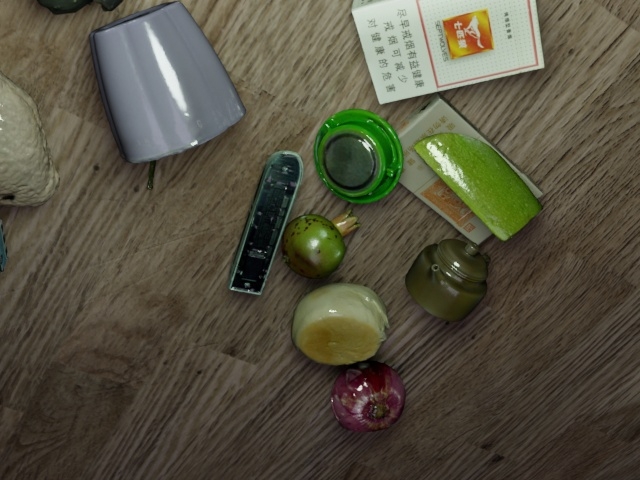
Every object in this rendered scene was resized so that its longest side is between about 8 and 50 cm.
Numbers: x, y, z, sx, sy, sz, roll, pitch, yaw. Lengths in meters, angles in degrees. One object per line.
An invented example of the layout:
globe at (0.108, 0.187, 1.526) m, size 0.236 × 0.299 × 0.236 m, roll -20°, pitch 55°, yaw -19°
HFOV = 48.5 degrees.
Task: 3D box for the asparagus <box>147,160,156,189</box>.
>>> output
asparagus at (-0.374, -0.168, 1.582) m, size 0.015 × 0.018 × 0.127 m, roll 29°, pitch 128°, yaw 18°

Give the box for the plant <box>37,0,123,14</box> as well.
plant at (-0.389, -0.489, 1.247) m, size 0.256 × 0.164 × 0.142 m, roll -27°, pitch 125°, yaw 3°

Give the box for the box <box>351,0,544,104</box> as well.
box at (0.247, -0.402, 1.361) m, size 0.330 × 0.095 × 0.210 m, roll -9°, pitch 129°, yaw 18°

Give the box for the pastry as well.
pastry at (0.047, 0.219, 1.835) m, size 0.264 × 0.133 × 0.265 m, roll -2°, pitch 129°, yaw -2°

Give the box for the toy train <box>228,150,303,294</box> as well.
toy train at (-0.124, -0.052, 1.642) m, size 0.086 × 0.088 × 0.407 m, roll 12°, pitch 126°, yaw -15°

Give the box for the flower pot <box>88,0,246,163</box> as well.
flower pot at (-0.309, -0.306, 1.347) m, size 0.265 × 0.265 × 0.243 m, roll -18°, pitch 116°, yaw 10°

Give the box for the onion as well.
onion at (0.134, 0.424, 1.980) m, size 0.207 × 0.201 × 0.201 m, roll 5°, pitch 128°, yaw 9°

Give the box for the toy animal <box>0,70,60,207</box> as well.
toy animal at (-0.674, -0.204, 1.428) m, size 0.226 × 0.188 × 0.359 m, roll -7°, pitch 128°, yaw -6°

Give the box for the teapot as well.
teapot at (0.331, 0.074, 1.718) m, size 0.267 × 0.186 × 0.175 m, roll -8°, pitch 141°, yaw -48°

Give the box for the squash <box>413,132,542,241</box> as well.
squash at (0.361, -0.145, 1.574) m, size 0.289 × 0.203 × 0.111 m, roll 48°, pitch 116°, yaw 7°

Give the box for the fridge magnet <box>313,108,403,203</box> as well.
fridge magnet at (0.077, -0.178, 1.527) m, size 0.207 × 0.088 × 0.208 m, roll 10°, pitch 115°, yaw 24°

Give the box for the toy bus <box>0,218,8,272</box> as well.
toy bus at (-0.767, 0.010, 1.657) m, size 0.060 × 0.075 × 0.123 m, roll 5°, pitch 128°, yaw -7°

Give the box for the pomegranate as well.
pomegranate at (0.000, 0.000, 1.666) m, size 0.205 × 0.159 × 0.159 m, roll -33°, pitch 126°, yaw -9°

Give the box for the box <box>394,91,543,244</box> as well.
box at (0.313, -0.153, 1.616) m, size 0.365 × 0.051 × 0.204 m, roll 35°, pitch 118°, yaw -26°
